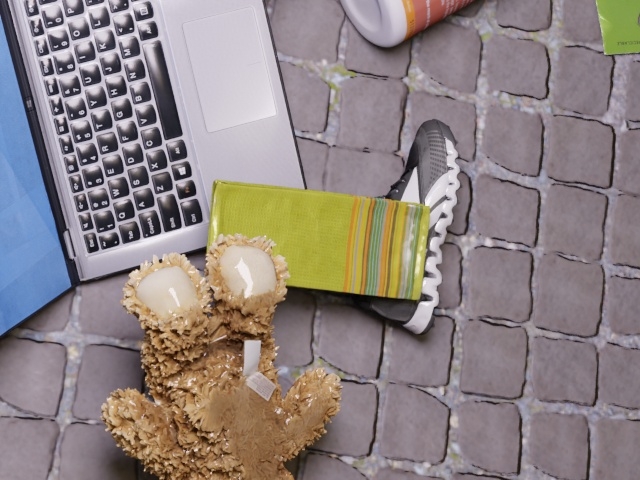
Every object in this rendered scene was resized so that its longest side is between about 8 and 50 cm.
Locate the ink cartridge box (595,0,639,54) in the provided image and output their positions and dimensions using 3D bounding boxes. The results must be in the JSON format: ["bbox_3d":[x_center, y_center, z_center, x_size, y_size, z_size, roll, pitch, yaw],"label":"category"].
[{"bbox_3d":[0.406,-0.353,2.001,0.188,0.097,0.255,-6,81,-18],"label":"ink cartridge box"}]

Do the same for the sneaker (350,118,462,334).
[{"bbox_3d":[0.085,-0.023,1.854,0.106,0.078,0.234,13,79,-17],"label":"sneaker"}]

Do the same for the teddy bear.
[{"bbox_3d":[-0.099,0.159,1.708,0.245,0.113,0.338,-37,117,-28],"label":"teddy bear"}]

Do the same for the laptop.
[{"bbox_3d":[-0.206,-0.137,1.647,0.408,0.236,0.382,-16,103,-14],"label":"laptop"}]

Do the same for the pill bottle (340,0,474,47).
[{"bbox_3d":[0.130,-0.307,1.895,0.216,0.121,0.121,-31,90,-20],"label":"pill bottle"}]

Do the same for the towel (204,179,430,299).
[{"bbox_3d":[0.000,0.000,1.764,0.237,0.021,0.102,6,84,-23],"label":"towel"}]
